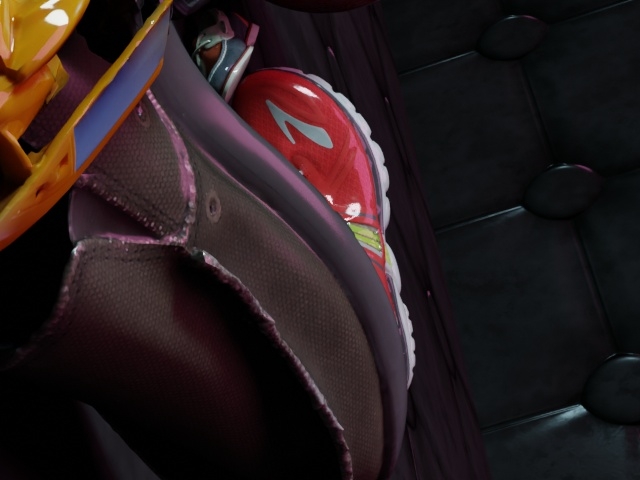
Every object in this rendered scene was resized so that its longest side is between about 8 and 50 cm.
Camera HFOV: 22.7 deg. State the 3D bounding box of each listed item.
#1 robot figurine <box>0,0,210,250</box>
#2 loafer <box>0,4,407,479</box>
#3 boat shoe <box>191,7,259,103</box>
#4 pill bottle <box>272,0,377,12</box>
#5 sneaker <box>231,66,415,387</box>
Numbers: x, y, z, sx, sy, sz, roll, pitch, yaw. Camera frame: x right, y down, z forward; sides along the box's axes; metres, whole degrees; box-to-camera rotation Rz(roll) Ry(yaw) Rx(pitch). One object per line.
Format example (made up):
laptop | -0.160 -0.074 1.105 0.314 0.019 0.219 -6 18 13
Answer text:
robot figurine | -0.087 -0.106 0.376 0.291 0.085 0.211 -57 135 -33
loafer | -0.092 0.002 0.541 0.366 0.134 0.130 55 43 -35
boat shoe | -0.074 -0.136 1.159 0.043 0.049 0.137 27 23 -10
pill bottle | -0.008 -0.303 1.285 0.408 0.229 0.229 -26 98 -82
sneaker | 0.000 0.000 1.167 0.279 0.107 0.118 71 17 4
